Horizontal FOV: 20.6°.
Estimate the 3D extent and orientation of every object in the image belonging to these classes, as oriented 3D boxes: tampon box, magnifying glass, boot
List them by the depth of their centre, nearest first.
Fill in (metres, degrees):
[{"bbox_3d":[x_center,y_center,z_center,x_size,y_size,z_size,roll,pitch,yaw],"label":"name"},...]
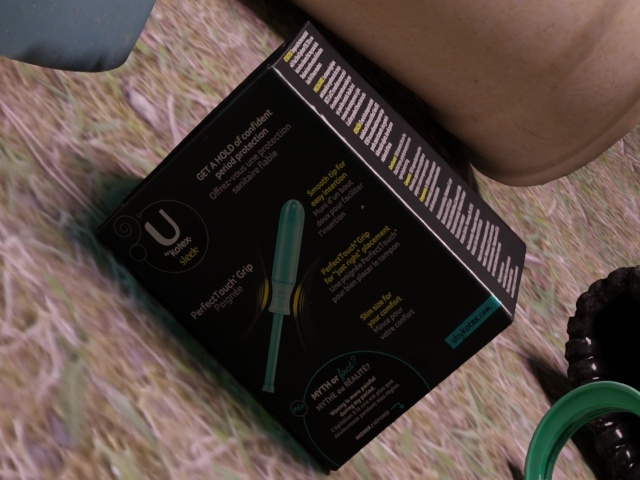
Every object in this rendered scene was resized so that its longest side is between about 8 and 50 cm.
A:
[{"bbox_3d":[0.000,0.000,0.840,0.161,0.120,0.101,46,20,-7],"label":"tampon box"},{"bbox_3d":[0.162,0.174,0.933,0.026,0.092,0.231,36,33,-40],"label":"magnifying glass"},{"bbox_3d":[0.316,0.175,1.160,0.348,0.131,0.260,47,9,31],"label":"boot"}]

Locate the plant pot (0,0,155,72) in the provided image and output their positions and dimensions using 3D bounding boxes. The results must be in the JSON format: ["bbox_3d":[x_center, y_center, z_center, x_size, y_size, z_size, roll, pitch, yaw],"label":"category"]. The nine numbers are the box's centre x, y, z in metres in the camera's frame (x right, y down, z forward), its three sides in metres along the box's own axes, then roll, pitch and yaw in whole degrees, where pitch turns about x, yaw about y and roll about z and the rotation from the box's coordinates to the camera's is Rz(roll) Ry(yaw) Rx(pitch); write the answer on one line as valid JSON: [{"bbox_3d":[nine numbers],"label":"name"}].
[{"bbox_3d":[-0.158,-0.229,0.723,0.290,0.195,0.290,31,15,-9],"label":"plant pot"}]

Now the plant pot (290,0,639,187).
[{"bbox_3d":[0.088,-0.253,1.290,0.305,0.334,0.334,26,27,-25],"label":"plant pot"}]
